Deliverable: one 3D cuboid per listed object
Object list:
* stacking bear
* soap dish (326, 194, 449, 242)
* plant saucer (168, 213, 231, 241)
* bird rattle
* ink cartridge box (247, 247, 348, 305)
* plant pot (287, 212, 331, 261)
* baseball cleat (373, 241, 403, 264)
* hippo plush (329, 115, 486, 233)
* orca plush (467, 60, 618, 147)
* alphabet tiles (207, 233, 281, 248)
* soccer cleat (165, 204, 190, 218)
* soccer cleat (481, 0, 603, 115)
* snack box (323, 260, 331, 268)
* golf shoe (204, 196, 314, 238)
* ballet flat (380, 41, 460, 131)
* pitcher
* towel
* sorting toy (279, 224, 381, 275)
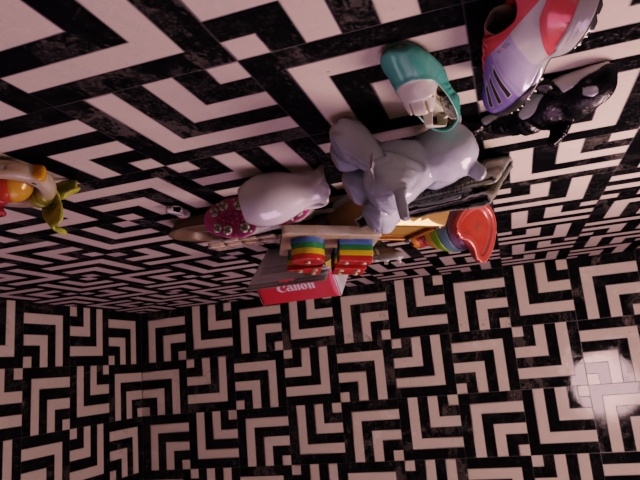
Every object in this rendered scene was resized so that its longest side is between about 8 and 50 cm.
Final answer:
[{"bbox_3d":[0.378,-0.035,1.826,0.175,0.164,0.289,46,153,-27],"label":"stacking bear"},{"bbox_3d":[0.194,-0.070,1.664,0.291,0.118,0.229,0,167,-25],"label":"soap dish"},{"bbox_3d":[-0.311,-0.039,1.755,0.278,0.041,0.278,-6,172,-1],"label":"plant saucer"},{"bbox_3d":[-0.643,-0.112,1.232,0.254,0.143,0.207,10,153,-10],"label":"bird rattle"},{"bbox_3d":[-0.072,0.130,2.120,0.310,0.130,0.271,-9,-151,22],"label":"ink cartridge box"},{"bbox_3d":[0.000,0.000,1.840,0.165,0.166,0.167,-23,160,35],"label":"plant pot"},{"bbox_3d":[0.162,0.013,1.789,0.206,0.109,0.072,1,-175,45],"label":"baseball cleat"},{"bbox_3d":[0.168,-0.169,1.133,0.237,0.234,0.294,-30,176,-8],"label":"hippo plush"},{"bbox_3d":[0.403,-0.221,1.086,0.287,0.102,0.151,-13,165,34],"label":"orca plush"},{"bbox_3d":[-0.222,0.005,1.961,0.284,0.021,0.278,-7,177,0],"label":"alphabet tiles"},{"bbox_3d":[-0.381,-0.079,1.602,0.036,0.029,0.083,-9,163,36],"label":"soccer cleat"},{"bbox_3d":[0.275,-0.276,0.837,0.117,0.108,0.318,18,170,0],"label":"soccer cleat"},{"bbox_3d":[0.038,0.023,1.975,0.100,0.141,0.037,-4,167,-5],"label":"snack box"},{"bbox_3d":[-0.157,-0.062,1.585,0.307,0.115,0.140,-7,171,15],"label":"golf shoe"},{"bbox_3d":[0.174,-0.235,0.963,0.083,0.087,0.247,-11,166,29],"label":"ballet flat"},{"bbox_3d":[-0.081,-0.097,1.410,0.207,0.125,0.177,-14,159,0],"label":"pitcher"},{"bbox_3d":[0.266,-0.122,1.355,0.312,0.056,0.324,-9,-164,28],"label":"towel"},{"bbox_3d":[0.018,0.035,1.613,0.256,0.089,0.257,1,166,-5],"label":"sorting toy"}]
